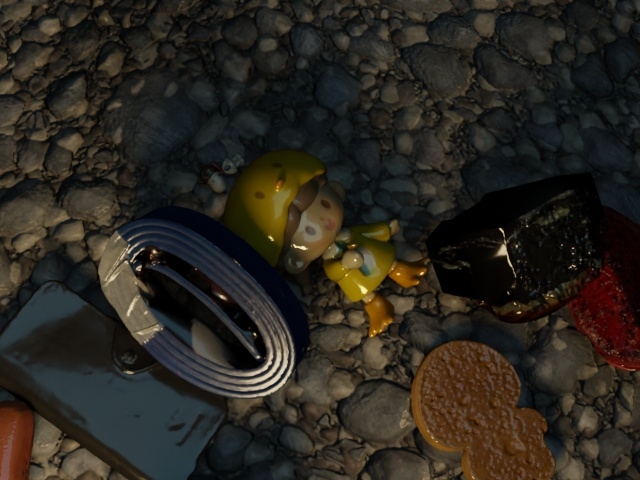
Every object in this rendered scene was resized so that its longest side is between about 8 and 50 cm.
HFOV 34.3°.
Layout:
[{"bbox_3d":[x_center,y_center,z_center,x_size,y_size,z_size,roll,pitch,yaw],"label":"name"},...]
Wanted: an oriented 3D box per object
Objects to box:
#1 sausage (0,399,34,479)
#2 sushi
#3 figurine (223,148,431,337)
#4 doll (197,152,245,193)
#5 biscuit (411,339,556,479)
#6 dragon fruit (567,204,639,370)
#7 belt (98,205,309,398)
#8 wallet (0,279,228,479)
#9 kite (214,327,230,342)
[{"bbox_3d":[-0.476,0.338,1.561,0.077,0.077,0.194,5,73,-11],"label":"sausage"},{"bbox_3d":[0.348,0.026,1.754,0.227,0.215,0.212,-35,106,-46],"label":"sushi"},{"bbox_3d":[0.000,0.000,1.720,0.343,0.187,0.215,38,60,-5],"label":"figurine"},{"bbox_3d":[-0.171,-0.122,1.789,0.058,0.040,0.085,36,73,-13],"label":"doll"},{"bbox_3d":[0.277,0.302,1.756,0.202,0.044,0.289,-40,87,-20],"label":"biscuit"},{"bbox_3d":[0.552,0.111,1.834,0.205,0.152,0.317,5,57,-30],"label":"dragon fruit"},{"bbox_3d":[-0.178,0.098,1.618,0.347,0.117,0.212,40,107,0],"label":"belt"},{"bbox_3d":[-0.332,0.233,1.631,0.377,0.051,0.197,36,71,2],"label":"wallet"},{"bbox_3d":[-0.244,0.199,1.687,0.229,0.012,0.250,-35,83,-19],"label":"kite"}]
